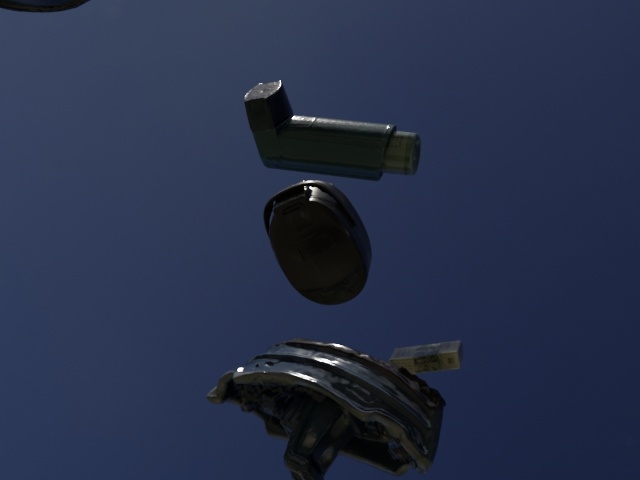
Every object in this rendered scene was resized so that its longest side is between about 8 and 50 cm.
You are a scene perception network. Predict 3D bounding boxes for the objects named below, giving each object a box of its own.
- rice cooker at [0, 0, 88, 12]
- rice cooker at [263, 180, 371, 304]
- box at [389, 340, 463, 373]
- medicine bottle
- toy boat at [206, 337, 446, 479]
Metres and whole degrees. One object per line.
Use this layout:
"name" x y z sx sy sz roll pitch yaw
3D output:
"rice cooker" -0.295 -0.369 1.190 0.267 0.267 0.225 -20 -116 45
"rice cooker" 0.000 0.000 1.531 0.112 0.106 0.165 -23 -77 17
"box" 0.127 0.141 1.444 0.083 0.054 0.024 -8 -84 13
"medicine bottle" 0.015 -0.152 1.748 0.258 0.079 0.124 10 -60 14
"toy boat" -0.004 0.186 1.247 0.309 0.142 0.129 10 -42 42
